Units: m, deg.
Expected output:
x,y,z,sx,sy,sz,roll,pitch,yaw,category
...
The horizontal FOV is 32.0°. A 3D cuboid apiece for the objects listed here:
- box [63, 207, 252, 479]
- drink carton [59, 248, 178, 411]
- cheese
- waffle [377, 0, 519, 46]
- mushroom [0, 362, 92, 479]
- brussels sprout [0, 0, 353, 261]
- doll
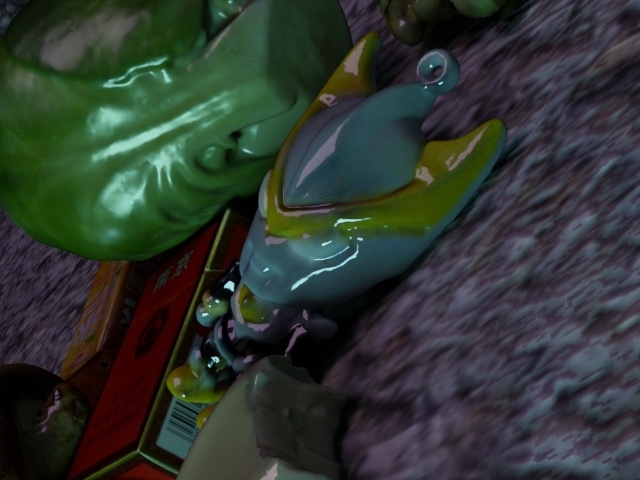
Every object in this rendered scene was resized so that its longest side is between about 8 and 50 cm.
x,y,z,sx,sy,sz,roll,pitch,yaw,category
-0.123,0.105,0.941,0.153,0.074,0.240,-40,26,48,box
-0.200,0.070,1.169,0.096,0.071,0.223,-41,26,35,drink carton
-0.062,0.195,0.674,0.249,0.070,0.163,-58,21,0,cheese
0.151,-0.299,0.919,0.317,0.073,0.297,-54,20,7,waffle
-0.282,0.211,0.966,0.231,0.138,0.194,-72,-6,-84,mushroom
-0.140,-0.138,1.037,0.354,0.282,0.289,-17,3,31,brussels sprout
-0.003,-0.003,0.793,0.316,0.103,0.145,-58,24,14,doll
